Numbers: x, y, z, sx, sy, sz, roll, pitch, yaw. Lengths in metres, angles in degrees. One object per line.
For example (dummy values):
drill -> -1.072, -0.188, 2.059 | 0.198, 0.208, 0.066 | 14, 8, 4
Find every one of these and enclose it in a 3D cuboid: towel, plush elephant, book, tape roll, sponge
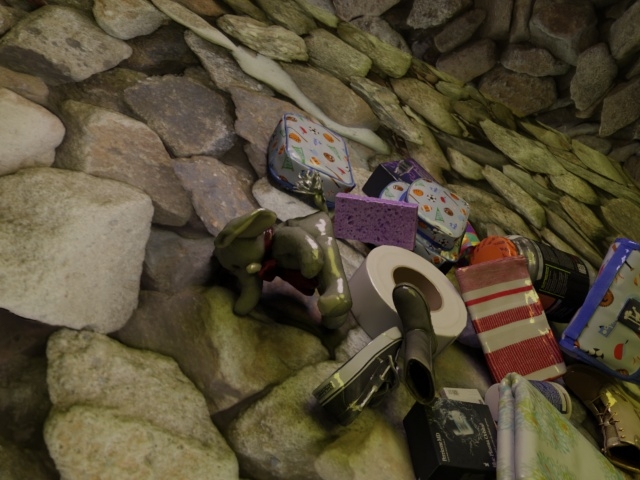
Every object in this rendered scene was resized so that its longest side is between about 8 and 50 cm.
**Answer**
towel -> 0.465, 0.456, 1.251 | 0.320, 0.090, 0.374 | 48, 24, -5
plush elephant -> -0.093, 0.037, 1.321 | 0.272, 0.255, 0.330 | 97, -19, -84
book -> 0.326, 0.384, 1.424 | 0.096, 0.035, 0.144 | 10, 39, -28
towel -> 0.475, 0.205, 1.638 | 0.236, 0.037, 0.329 | -10, 76, -32
tape roll -> 0.206, 0.145, 1.567 | 0.286, 0.100, 0.286 | 25, 32, -17
sponge -> 0.139, -0.049, 1.667 | 0.209, 0.117, 0.031 | 10, 25, 16

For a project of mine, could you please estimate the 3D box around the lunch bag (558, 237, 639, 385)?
lunch bag -> 0.808, 0.193, 1.738 | 0.385, 0.328, 0.239 | 26, 6, -43

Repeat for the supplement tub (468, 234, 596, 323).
supplement tub -> 0.603, 0.107, 1.885 | 0.337, 0.207, 0.207 | 18, 35, -27

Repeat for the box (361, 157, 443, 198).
box -> 0.252, -0.155, 2.002 | 0.153, 0.108, 0.207 | 47, 33, 18

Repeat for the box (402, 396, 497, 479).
box -> 0.258, 0.395, 1.270 | 0.158, 0.093, 0.156 | 12, 37, -17

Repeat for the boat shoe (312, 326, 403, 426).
boat shoe -> 0.102, 0.265, 1.299 | 0.105, 0.113, 0.306 | 50, 27, 9

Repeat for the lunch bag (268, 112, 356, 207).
lunch bag -> -0.021, -0.220, 1.834 | 0.243, 0.115, 0.303 | 25, 32, -20

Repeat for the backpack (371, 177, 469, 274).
backpack -> 0.258, -0.039, 1.777 | 0.263, 0.213, 0.276 | 26, 34, 5

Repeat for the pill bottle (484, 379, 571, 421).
pill bottle -> 0.466, 0.371, 1.495 | 0.186, 0.112, 0.112 | 13, 38, -33

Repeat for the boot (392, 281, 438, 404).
boot -> 0.185, 0.199, 1.319 | 0.190, 0.076, 0.208 | 62, 24, -7

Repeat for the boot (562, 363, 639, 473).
boot -> 0.717, 0.443, 1.657 | 0.262, 0.095, 0.203 | 40, 33, 3

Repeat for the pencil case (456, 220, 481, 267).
pencil case -> 0.408, -0.025, 1.987 | 0.104, 0.104, 0.236 | 14, 36, -30
